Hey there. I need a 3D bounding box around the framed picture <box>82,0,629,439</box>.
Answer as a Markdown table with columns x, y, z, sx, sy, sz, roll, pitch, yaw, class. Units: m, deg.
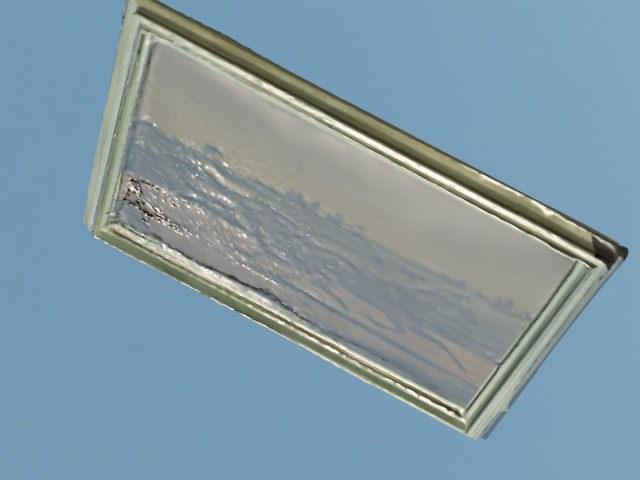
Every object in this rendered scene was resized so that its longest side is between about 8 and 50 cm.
| x | y | z | sx | sy | sz | roll | pitch | yaw | class |
| --- | --- | --- | --- | --- | --- | --- | --- | --- | --- |
| 0.000 | 0.000 | 0.743 | 0.252 | 0.197 | 0.014 | 28 | -126 | 3 | framed picture |
